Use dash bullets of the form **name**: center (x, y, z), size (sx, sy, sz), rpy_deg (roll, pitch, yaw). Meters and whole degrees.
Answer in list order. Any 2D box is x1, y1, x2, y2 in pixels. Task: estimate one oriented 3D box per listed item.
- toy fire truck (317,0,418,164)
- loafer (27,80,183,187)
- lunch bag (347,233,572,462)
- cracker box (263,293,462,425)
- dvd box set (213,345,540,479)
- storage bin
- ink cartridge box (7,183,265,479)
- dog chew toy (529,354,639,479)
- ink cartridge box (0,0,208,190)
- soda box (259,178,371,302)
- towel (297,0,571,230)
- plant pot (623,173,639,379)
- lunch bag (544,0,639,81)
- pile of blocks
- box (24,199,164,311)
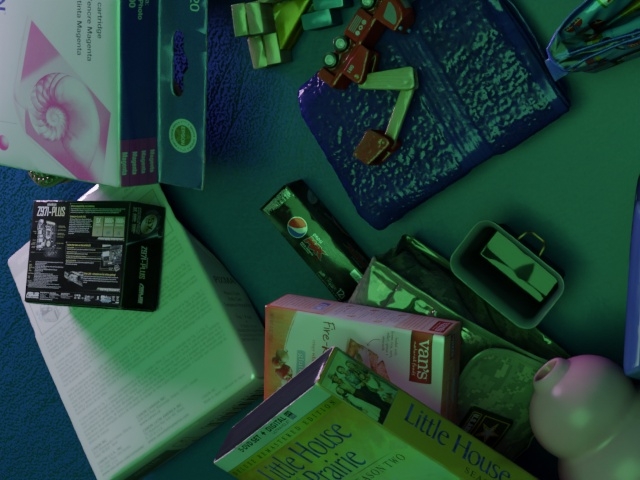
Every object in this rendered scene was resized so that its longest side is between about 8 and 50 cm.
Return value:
- **toy fire truck**: center (0.072, -0.204, 1.590), size (0.135, 0.047, 0.192), rpy_deg (39, 107, 17)
- **loafer**: center (-0.292, -0.159, 1.783), size (0.268, 0.092, 0.102), rpy_deg (-22, 91, 25)
- **lunch bag**: center (0.149, 0.175, 1.626), size (0.287, 0.169, 0.235), rpy_deg (34, 113, 10)
- **cracker box**: center (0.048, 0.160, 1.539), size (0.232, 0.067, 0.156), rpy_deg (8, 106, 23)
- **dvd box set**: center (0.112, 0.306, 1.505), size (0.420, 0.062, 0.307), rpy_deg (34, 144, -9)
- **storage bin**: center (0.244, 0.030, 1.605), size (0.135, 0.091, 0.098), rpy_deg (39, 110, 11)
- **ink cartridge box**: center (-0.259, 0.111, 1.840), size (0.308, 0.091, 0.385), rpy_deg (-37, 68, 23)
- **dog chew toy**: center (0.376, 0.265, 1.507), size (0.206, 0.206, 0.332), rpy_deg (-41, 98, 22)
- **ink cartridge box**: center (-0.297, -0.238, 1.659), size (0.330, 0.071, 0.324), rpy_deg (10, 106, 31)
- **soda box**: center (0.000, 0.000, 1.713), size (0.053, 0.060, 0.169), rpy_deg (-43, 83, 23)
- **towel**: center (0.139, -0.180, 1.629), size (0.308, 0.076, 0.228), rpy_deg (-33, 79, 23)
- **plant pot**: center (0.459, 0.050, 1.460), size (0.236, 0.212, 0.236), rpy_deg (5, 101, 20)
- **lunch bag**: center (0.374, -0.273, 1.435), size (0.293, 0.221, 0.138), rpy_deg (-33, 86, 22)
- **pile of blocks**: center (0.003, -0.367, 1.625), size (0.149, 0.112, 0.362), rpy_deg (31, 109, 14)
- **box**: center (-0.313, 0.021, 1.782), size (0.180, 0.077, 0.147), rpy_deg (1, 84, 32)
